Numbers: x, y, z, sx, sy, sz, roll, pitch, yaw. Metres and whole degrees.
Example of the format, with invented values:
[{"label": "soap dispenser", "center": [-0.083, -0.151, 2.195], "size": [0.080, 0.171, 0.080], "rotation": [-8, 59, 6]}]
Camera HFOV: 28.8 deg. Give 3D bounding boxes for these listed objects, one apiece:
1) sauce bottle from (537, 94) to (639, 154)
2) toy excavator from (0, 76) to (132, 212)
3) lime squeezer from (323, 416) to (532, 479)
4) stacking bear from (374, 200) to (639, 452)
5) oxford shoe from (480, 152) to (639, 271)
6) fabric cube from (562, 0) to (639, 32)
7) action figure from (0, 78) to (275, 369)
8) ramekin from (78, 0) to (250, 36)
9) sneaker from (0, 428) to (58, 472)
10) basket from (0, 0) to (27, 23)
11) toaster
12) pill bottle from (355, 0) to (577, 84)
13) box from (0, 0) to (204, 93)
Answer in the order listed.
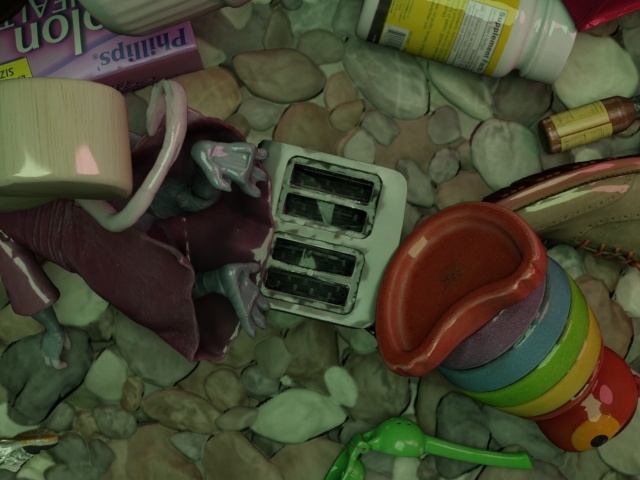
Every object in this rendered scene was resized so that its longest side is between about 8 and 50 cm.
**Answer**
[{"label": "sauce bottle", "center": [0.292, -0.125, 1.297], "size": [0.128, 0.042, 0.042], "rotation": [-16, 89, -4]}, {"label": "toy excavator", "center": [-0.385, -0.036, 1.080], "size": [0.445, 0.433, 0.222], "rotation": [-6, 80, -8]}, {"label": "lime squeezer", "center": [0.054, 0.244, 1.277], "size": [0.310, 0.059, 0.110], "rotation": [-24, 119, -4]}, {"label": "stacking bear", "center": [0.202, 0.105, 1.199], "size": [0.175, 0.164, 0.289], "rotation": [-40, 123, 15]}, {"label": "oxford shoe", "center": [0.294, -0.023, 1.255], "size": [0.348, 0.123, 0.130], "rotation": [-16, 94, -2]}, {"label": "fabric cube", "center": [0.325, -0.393, 1.156], "size": [0.254, 0.259, 0.258], "rotation": [-23, 78, -20]}, {"label": "action figure", "center": [-0.226, -0.011, 1.157], "size": [0.370, 0.276, 0.248], "rotation": [11, 77, 30]}, {"label": "ramekin", "center": [-0.173, -0.298, 1.066], "size": [0.127, 0.273, 0.272], "rotation": [-29, 89, 8]}, {"label": "sneaker", "center": [-0.305, 0.216, 1.269], "size": [0.083, 0.032, 0.037], "rotation": [-12, 102, 2]}, {"label": "basket", "center": [-0.330, -0.265, 1.067], "size": [0.154, 0.227, 0.204], "rotation": [-41, 89, -1]}, {"label": "toaster", "center": [0.000, 0.000, 1.246], "size": [0.186, 0.110, 0.168], "rotation": [14, 88, -2]}, {"label": "pill bottle", "center": [0.149, -0.232, 1.256], "size": [0.209, 0.119, 0.119], "rotation": [16, 87, -2]}, {"label": "box", "center": [-0.255, -0.262, 1.242], "size": [0.214, 0.117, 0.242], "rotation": [-17, 89, -3]}]
